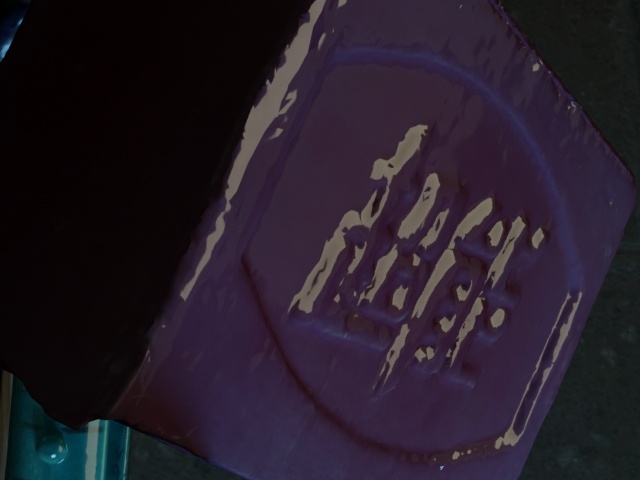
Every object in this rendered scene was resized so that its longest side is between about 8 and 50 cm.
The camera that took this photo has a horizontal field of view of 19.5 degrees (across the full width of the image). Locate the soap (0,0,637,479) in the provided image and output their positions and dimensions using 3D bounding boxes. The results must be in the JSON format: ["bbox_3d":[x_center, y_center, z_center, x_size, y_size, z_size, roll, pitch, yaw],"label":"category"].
[{"bbox_3d":[0.000,0.000,0.817,0.233,0.128,0.359,-65,149,-7],"label":"soap"}]

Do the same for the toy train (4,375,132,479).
[{"bbox_3d":[-0.180,0.138,1.324,0.194,0.120,0.298,65,29,-87],"label":"toy train"}]

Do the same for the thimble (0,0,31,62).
[{"bbox_3d":[-0.078,-0.080,1.002,0.150,0.237,0.237,-94,-170,-65],"label":"thimble"}]
